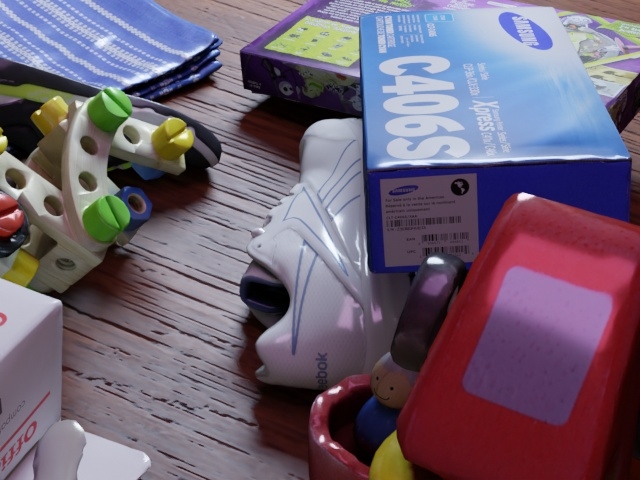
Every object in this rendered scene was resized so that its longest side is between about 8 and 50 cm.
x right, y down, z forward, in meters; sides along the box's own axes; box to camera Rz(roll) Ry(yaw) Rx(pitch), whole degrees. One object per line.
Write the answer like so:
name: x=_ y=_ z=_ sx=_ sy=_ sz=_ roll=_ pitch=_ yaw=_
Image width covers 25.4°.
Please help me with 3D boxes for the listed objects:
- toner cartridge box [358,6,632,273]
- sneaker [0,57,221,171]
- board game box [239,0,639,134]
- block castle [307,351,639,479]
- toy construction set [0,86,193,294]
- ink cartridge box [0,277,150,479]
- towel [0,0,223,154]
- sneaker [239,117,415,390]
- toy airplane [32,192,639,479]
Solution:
toner cartridge box: x=0.111 y=-0.086 z=1.023 sx=0.165 sy=0.075 sz=0.348 roll=-1 pitch=25 yaw=1
sneaker: x=-0.202 y=-0.081 z=1.194 sx=0.234 sy=0.097 sz=0.084 roll=16 pitch=-3 yaw=-20
board game box: x=0.125 y=-0.165 z=1.296 sx=0.346 sy=0.056 sz=0.208 roll=16 pitch=42 yaw=28
block castle: x=0.243 y=0.169 z=0.840 sx=0.453 sy=0.213 sz=0.303 roll=27 pitch=41 yaw=22
toy construction set: x=-0.263 y=-0.077 z=1.037 sx=0.327 sy=0.151 sz=0.215 roll=27 pitch=45 yaw=-12
ink cartridge box: x=-0.302 y=0.100 z=0.893 sx=0.353 sy=0.119 sz=0.207 roll=19 pitch=39 yaw=14
towel: x=-0.285 y=-0.174 z=1.314 sx=0.243 sy=0.040 sz=0.336 roll=35 pitch=45 yaw=31
sneaker: x=0.000 y=0.000 z=1.098 sx=0.129 sy=0.111 sz=0.297 roll=-2 pitch=38 yaw=-4
toy airplane: x=0.034 y=0.217 z=0.612 sx=0.386 sy=0.384 sz=0.272 roll=-26 pitch=4 yaw=21
